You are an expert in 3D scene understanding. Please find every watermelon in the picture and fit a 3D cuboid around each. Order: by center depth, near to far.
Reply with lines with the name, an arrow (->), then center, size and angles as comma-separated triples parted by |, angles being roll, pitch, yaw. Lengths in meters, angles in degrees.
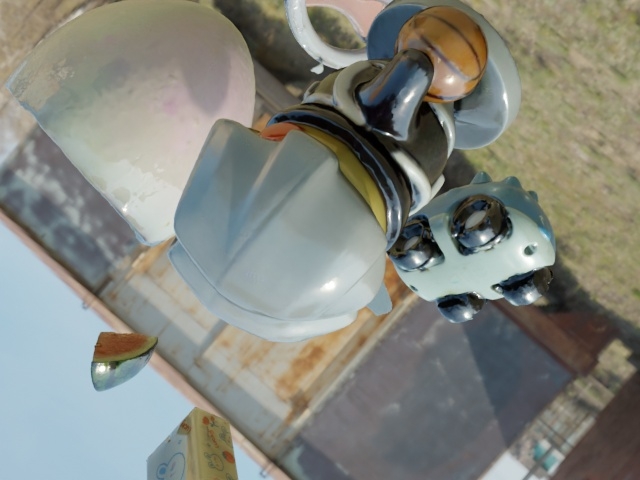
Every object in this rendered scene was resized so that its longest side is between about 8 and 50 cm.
watermelon -> -0.348, 0.191, 1.450 | 0.094, 0.125, 0.135 | 59, -170, 14

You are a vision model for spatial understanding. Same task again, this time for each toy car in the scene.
toy car -> 0.238, -0.003, 1.340 | 0.188, 0.255, 0.190 | 44, -138, -26

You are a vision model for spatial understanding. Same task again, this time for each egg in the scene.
egg -> -0.253, -0.218, 1.357 | 0.354, 0.340, 0.354 | 46, 172, 9

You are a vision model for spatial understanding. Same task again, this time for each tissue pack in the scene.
tissue pack -> -0.195, 0.377, 1.314 | 0.092, 0.148, 0.196 | 29, -157, -30

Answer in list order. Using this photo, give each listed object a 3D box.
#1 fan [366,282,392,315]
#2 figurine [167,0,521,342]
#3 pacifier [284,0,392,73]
fan -> 0.001, -0.001, 1.069 | 0.182, 0.010, 0.310 | 64, 164, -19
figurine -> 0.017, -0.046, 0.526 | 0.133, 0.236, 0.176 | 41, 156, 8
pacifier -> 0.047, -0.348, 0.944 | 0.332, 0.220, 0.273 | 11, -124, -50
